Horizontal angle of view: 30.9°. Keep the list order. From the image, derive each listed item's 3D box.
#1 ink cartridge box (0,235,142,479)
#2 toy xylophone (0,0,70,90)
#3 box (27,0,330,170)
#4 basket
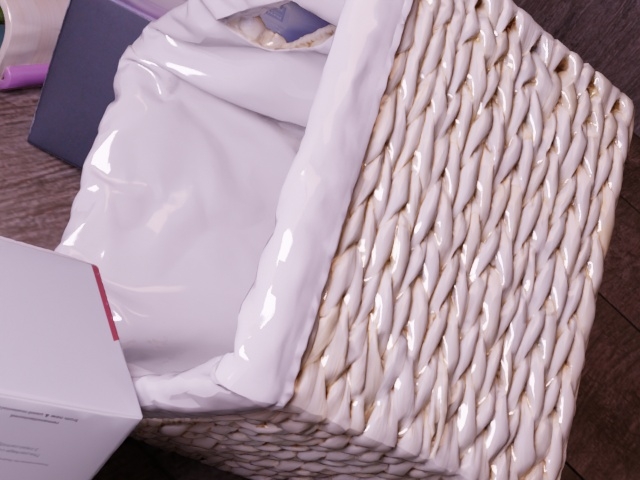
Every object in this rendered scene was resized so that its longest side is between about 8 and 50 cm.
[{"bbox_3d":[-0.212,0.101,0.666,0.127,0.176,0.128,19,32,-40],"label":"ink cartridge box"},{"bbox_3d":[-0.375,-0.293,1.146,0.323,0.081,0.236,57,27,15],"label":"toy xylophone"},{"bbox_3d":[-0.083,-0.149,1.178,0.296,0.183,0.294,26,26,4],"label":"box"},{"bbox_3d":[0.000,0.000,0.814,0.266,0.328,0.331,27,67,-30],"label":"basket"}]
